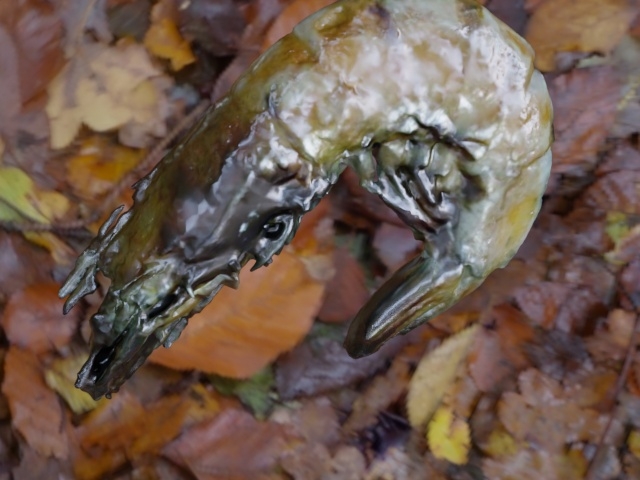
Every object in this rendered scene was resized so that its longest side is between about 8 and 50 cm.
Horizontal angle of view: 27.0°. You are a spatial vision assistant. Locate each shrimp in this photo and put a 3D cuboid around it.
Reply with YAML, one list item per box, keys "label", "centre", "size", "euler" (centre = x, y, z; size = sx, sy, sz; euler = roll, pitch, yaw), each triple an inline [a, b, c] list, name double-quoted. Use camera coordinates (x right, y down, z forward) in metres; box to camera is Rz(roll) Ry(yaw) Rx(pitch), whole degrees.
- label: "shrimp"
  centre: [0.000, 0.000, 0.866]
  size: [0.233, 0.071, 0.365]
  euler: [38, 102, -24]
